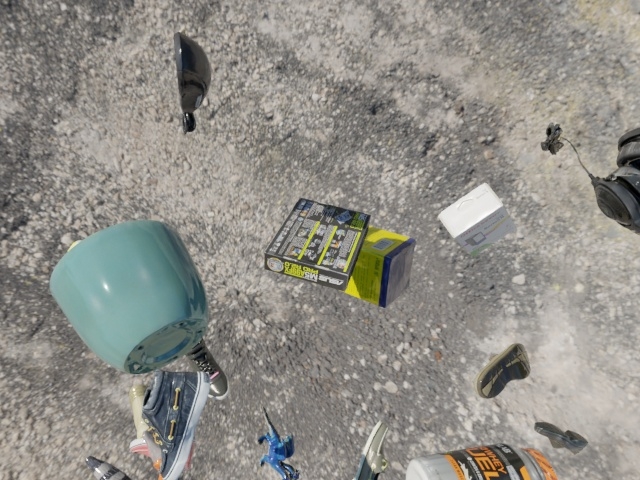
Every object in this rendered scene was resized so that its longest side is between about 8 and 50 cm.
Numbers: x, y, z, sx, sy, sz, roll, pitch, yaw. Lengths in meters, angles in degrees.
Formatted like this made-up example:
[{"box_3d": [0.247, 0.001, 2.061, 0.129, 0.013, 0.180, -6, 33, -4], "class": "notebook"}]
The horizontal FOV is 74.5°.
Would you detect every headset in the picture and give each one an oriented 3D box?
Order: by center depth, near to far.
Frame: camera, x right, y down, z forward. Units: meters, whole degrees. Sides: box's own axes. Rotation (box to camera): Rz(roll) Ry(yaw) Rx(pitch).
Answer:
[{"box_3d": [0.690, -0.156, 0.910, 0.394, 0.185, 0.243, 30, 89, 32], "class": "headset"}]

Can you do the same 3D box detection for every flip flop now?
[{"box_3d": [0.554, 0.398, 1.299, 0.277, 0.080, 0.112, -19, 90, -32], "class": "flip flop"}]

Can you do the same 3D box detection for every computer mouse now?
[{"box_3d": [-0.243, -0.331, 0.799, 0.060, 0.262, 0.183, -4, 82, -16], "class": "computer mouse"}]

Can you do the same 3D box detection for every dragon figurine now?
[{"box_3d": [-0.148, 0.757, 1.543, 0.144, 0.085, 0.288, -8, 76, 24], "class": "dragon figurine"}]

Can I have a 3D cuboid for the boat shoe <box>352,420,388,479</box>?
[{"box_3d": [0.178, 0.778, 1.438, 0.091, 0.109, 0.304, 18, 70, 23], "class": "boat shoe"}]

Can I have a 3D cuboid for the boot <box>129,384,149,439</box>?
[{"box_3d": [-0.518, 0.588, 1.329, 0.095, 0.261, 0.203, -28, 48, -15], "class": "boot"}]

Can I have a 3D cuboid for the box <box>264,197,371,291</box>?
[{"box_3d": [0.000, 0.000, 1.115, 0.217, 0.060, 0.270, 15, 40, 9], "class": "box"}]

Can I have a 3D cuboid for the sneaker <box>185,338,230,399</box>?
[{"box_3d": [-0.443, 0.459, 1.573, 0.105, 0.146, 0.296, -31, 53, -21], "class": "sneaker"}]

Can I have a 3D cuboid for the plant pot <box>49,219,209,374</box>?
[{"box_3d": [-0.382, 0.139, 0.912, 0.293, 0.293, 0.235, -35, 65, -14], "class": "plant pot"}]

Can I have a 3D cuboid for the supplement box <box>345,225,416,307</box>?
[{"box_3d": [0.131, 0.063, 1.510, 0.195, 0.357, 0.193, -28, 129, -48], "class": "supplement box"}]

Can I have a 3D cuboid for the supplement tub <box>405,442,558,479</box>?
[{"box_3d": [0.381, 0.596, 0.996, 0.317, 0.193, 0.193, -3, 83, -11], "class": "supplement tub"}]

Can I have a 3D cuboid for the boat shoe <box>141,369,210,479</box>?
[{"box_3d": [-0.231, 0.275, 0.629, 0.083, 0.065, 0.183, 16, 98, -22], "class": "boat shoe"}]

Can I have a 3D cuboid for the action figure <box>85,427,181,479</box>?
[{"box_3d": [-0.326, 0.550, 0.741, 0.330, 0.178, 0.341, 31, 59, 32], "class": "action figure"}]

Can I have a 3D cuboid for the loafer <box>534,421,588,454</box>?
[{"box_3d": [0.703, 0.588, 1.242, 0.170, 0.062, 0.061, 23, 99, -5], "class": "loafer"}]

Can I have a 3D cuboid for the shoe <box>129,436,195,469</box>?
[{"box_3d": [-0.408, 0.547, 1.070, 0.178, 0.063, 0.081, -10, 54, 8], "class": "shoe"}]

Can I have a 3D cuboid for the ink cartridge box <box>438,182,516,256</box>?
[{"box_3d": [0.453, -0.053, 1.208, 0.154, 0.212, 0.093, -37, 55, 17], "class": "ink cartridge box"}]

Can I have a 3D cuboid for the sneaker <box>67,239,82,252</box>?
[{"box_3d": [-0.712, 0.111, 1.352, 0.240, 0.091, 0.126, 43, 75, -24], "class": "sneaker"}]
